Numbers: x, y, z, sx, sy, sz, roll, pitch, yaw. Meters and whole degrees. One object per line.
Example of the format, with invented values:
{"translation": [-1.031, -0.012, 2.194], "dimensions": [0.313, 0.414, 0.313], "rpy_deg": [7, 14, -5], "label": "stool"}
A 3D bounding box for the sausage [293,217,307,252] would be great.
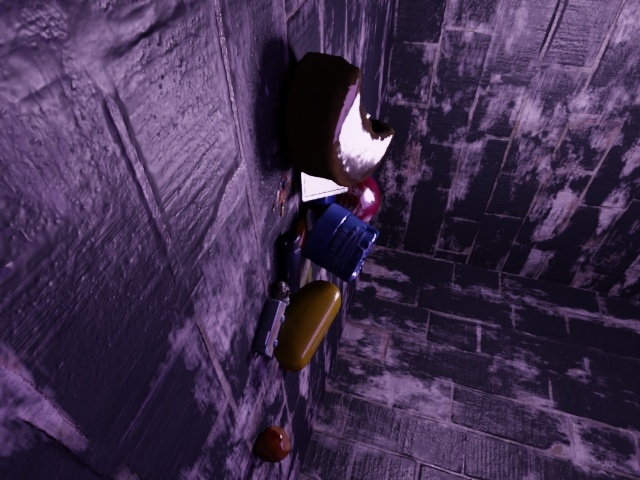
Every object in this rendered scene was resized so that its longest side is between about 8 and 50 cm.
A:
{"translation": [-0.086, 0.003, 1.572], "dimensions": [0.062, 0.054, 0.183], "rpy_deg": [28, 75, -47], "label": "sausage"}

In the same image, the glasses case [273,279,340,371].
{"translation": [-0.063, 0.310, 1.639], "dimensions": [0.371, 0.173, 0.141], "rpy_deg": [-56, 154, -30], "label": "glasses case"}

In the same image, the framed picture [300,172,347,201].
{"translation": [0.012, -0.274, 1.542], "dimensions": [0.296, 0.019, 0.233], "rpy_deg": [-19, 112, -52], "label": "framed picture"}

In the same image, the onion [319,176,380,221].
{"translation": [0.139, -0.188, 1.906], "dimensions": [0.336, 0.260, 0.282], "rpy_deg": [40, 68, -83], "label": "onion"}

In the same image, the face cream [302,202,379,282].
{"translation": [0.085, 0.012, 1.650], "dimensions": [0.249, 0.225, 0.249], "rpy_deg": [-57, 171, -14], "label": "face cream"}

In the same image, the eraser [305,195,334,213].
{"translation": [0.027, -0.283, 1.688], "dimensions": [0.155, 0.101, 0.332], "rpy_deg": [52, 51, -73], "label": "eraser"}

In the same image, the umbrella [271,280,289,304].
{"translation": [-0.138, 0.189, 1.495], "dimensions": [0.062, 0.067, 0.144], "rpy_deg": [-36, 154, -26], "label": "umbrella"}

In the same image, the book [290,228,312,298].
{"translation": [-0.076, 0.152, 1.799], "dimensions": [0.239, 0.035, 0.352], "rpy_deg": [-67, 163, -46], "label": "book"}

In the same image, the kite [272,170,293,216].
{"translation": [-0.119, -0.150, 1.374], "dimensions": [0.190, 0.010, 0.159], "rpy_deg": [-58, 157, -56], "label": "kite"}

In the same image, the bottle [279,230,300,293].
{"translation": [-0.105, 0.078, 1.501], "dimensions": [0.082, 0.072, 0.245], "rpy_deg": [-29, 137, -34], "label": "bottle"}

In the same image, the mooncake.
{"translation": [0.055, -0.380, 1.315], "dimensions": [0.393, 0.246, 0.394], "rpy_deg": [-44, 143, -43], "label": "mooncake"}

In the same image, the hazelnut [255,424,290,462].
{"translation": [-0.197, 0.828, 1.708], "dimensions": [0.154, 0.143, 0.143], "rpy_deg": [61, 42, -60], "label": "hazelnut"}

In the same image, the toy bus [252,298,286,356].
{"translation": [-0.172, 0.296, 1.440], "dimensions": [0.075, 0.064, 0.191], "rpy_deg": [59, 45, -64], "label": "toy bus"}

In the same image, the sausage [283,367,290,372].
{"translation": [-0.125, 0.545, 1.867], "dimensions": [0.194, 0.077, 0.077], "rpy_deg": [63, 41, -71], "label": "sausage"}
